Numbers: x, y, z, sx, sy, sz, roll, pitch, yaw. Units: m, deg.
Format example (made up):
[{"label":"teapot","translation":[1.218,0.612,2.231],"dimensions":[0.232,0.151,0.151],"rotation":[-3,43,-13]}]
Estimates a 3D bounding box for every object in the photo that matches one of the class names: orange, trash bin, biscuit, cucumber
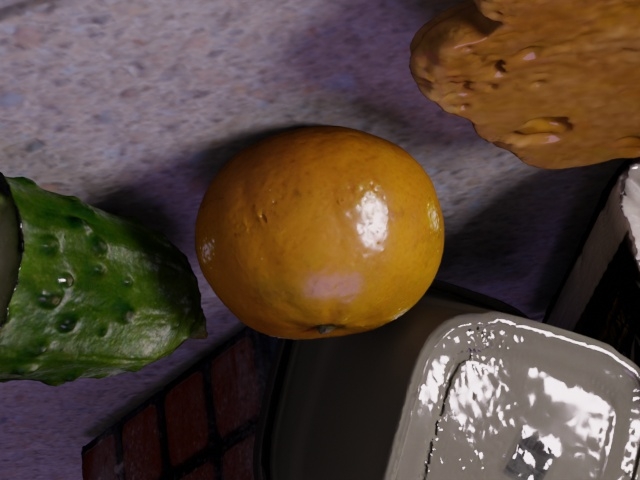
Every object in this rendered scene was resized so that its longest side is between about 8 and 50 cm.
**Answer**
[{"label":"orange","translation":[0.000,0.000,0.992],"dimensions":[0.156,0.124,0.156],"rotation":[-9,154,-4]},{"label":"trash bin","translation":[0.092,0.134,1.087],"dimensions":[0.220,0.219,0.250],"rotation":[15,175,-14]},{"label":"biscuit","translation":[0.194,-0.120,0.864],"dimensions":[0.269,0.051,0.376],"rotation":[-28,152,32]},{"label":"cucumber","translation":[-0.154,0.035,1.030],"dimensions":[0.134,0.134,0.244],"rotation":[-23,157,31]}]

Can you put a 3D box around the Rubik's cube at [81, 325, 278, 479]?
[{"label":"Rubik's cube","translation":[0.019,0.293,1.398],"dimensions":[0.337,0.344,0.344],"rotation":[10,152,-33]}]

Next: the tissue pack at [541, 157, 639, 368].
[{"label":"tissue pack","translation":[0.282,0.078,1.169],"dimensions":[0.210,0.198,0.370],"rotation":[-14,158,-8]}]
